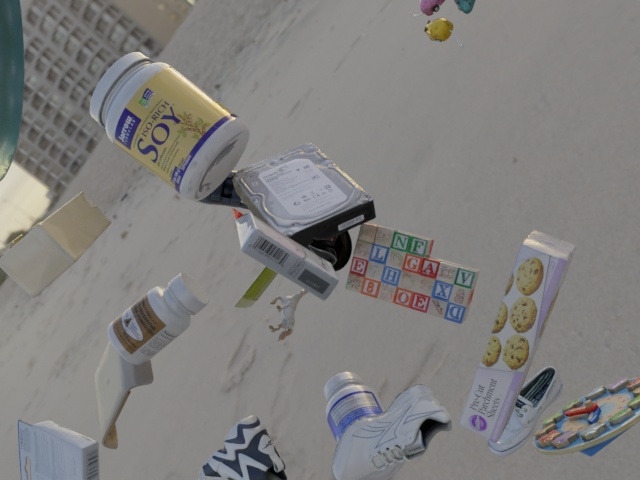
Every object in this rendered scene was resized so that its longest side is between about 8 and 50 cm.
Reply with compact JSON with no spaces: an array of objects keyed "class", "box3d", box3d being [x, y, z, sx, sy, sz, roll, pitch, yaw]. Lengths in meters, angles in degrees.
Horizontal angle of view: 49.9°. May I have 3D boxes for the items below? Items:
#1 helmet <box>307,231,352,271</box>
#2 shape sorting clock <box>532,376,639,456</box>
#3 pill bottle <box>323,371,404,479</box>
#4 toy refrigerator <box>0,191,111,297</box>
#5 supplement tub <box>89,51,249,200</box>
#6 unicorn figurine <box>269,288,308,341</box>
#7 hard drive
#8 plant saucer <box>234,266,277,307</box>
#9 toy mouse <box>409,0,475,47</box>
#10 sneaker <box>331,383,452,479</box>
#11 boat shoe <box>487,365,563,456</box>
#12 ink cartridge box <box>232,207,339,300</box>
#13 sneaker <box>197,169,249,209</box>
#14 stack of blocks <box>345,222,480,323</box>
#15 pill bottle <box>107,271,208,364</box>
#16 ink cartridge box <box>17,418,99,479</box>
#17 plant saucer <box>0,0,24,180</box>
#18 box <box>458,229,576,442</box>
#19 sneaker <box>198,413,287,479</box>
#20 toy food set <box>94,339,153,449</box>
[{"class":"helmet","box3d":[0.000,0.000,1.719,0.169,0.169,0.161,-56,-8,-23]},{"class":"shape sorting clock","box3d":[0.405,0.254,1.012,0.206,0.040,0.206,-34,-5,-3]},{"class":"pill bottle","box3d":[0.101,0.470,1.764,0.152,0.152,0.272,-46,35,11]},{"class":"toy refrigerator","box3d":[-0.475,-0.004,1.247,0.102,0.094,0.269,-39,15,7]},{"class":"supplement tub","box3d":[-0.367,-0.281,1.686,0.241,0.331,0.241,-53,-5,-6]},{"class":"unicorn figurine","box3d":[-0.085,0.184,1.846,0.111,0.060,0.162,-7,-60,-51]},{"class":"hard drive","box3d":[-0.050,-0.111,1.653,0.236,0.064,0.339,-24,38,-14]},{"class":"plant saucer","box3d":[-0.189,0.138,2.191,0.188,0.045,0.188,-52,2,-21]},{"class":"toy mouse","box3d":[0.220,-0.424,1.213,0.161,0.031,0.143,35,101,49]},{"class":"sneaker","box3d":[0.154,0.435,1.502,0.297,0.111,0.129,-36,30,-11]},{"class":"boat shoe","box3d":[0.430,0.356,1.470,0.083,0.076,0.226,25,63,43]},{"class":"ink cartridge box","box3d":[-0.072,0.003,1.306,0.066,0.189,0.232,-51,22,15]},{"class":"sneaker","box3d":[-0.266,-0.161,2.103,0.127,0.320,0.126,176,102,-67]},{"class":"stack of blocks","box3d":[0.227,0.074,1.668,0.087,0.297,0.171,-3,-72,-70]},{"class":"pill bottle","box3d":[-0.392,0.187,1.679,0.229,0.131,0.131,-39,17,7]},{"class":"ink cartridge box","box3d":[-0.549,0.499,1.448,0.223,0.224,0.045,9,13,33]},{"class":"plant saucer","box3d":[-0.401,-0.224,0.796,0.317,0.043,0.318,-178,90,-80]},{"class":"box","box3d":[0.277,0.143,0.984,0.063,0.067,0.324,-33,-39,-52]},{"class":"sneaker","box3d":[-0.145,0.471,1.360,0.094,0.153,0.235,-8,-42,-55]},{"class":"toy food set","box3d":[-0.526,0.385,1.851,0.306,0.092,0.220,-59,38,33]}]
